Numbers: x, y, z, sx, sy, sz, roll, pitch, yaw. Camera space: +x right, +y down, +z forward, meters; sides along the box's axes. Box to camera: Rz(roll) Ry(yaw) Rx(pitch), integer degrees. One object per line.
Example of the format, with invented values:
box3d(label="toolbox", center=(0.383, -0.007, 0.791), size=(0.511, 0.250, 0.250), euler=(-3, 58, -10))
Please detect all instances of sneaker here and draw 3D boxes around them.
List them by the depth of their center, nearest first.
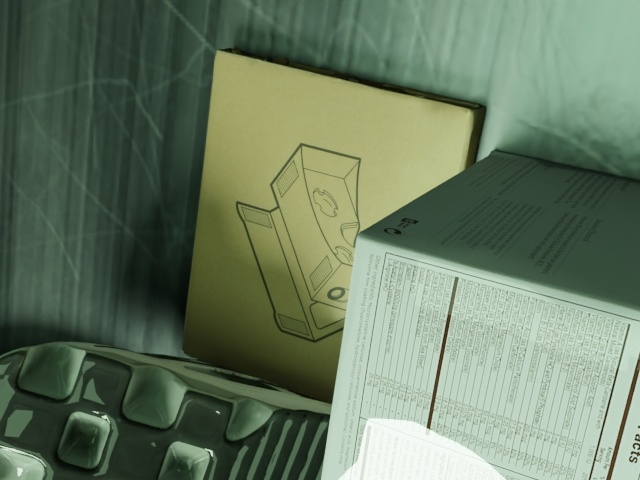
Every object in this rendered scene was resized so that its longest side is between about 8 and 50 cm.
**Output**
box3d(label="sneaker", center=(-0.040, 0.137, 0.567), size=(0.330, 0.146, 0.122), euler=(25, 89, -6))

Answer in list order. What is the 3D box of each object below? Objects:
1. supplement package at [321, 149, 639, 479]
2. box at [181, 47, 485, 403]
box3d(label="supplement package", center=(0.134, 0.065, 0.405), size=(0.203, 0.194, 0.149), euler=(15, 111, 22))
box3d(label="box", center=(0.000, 0.000, 0.550), size=(0.164, 0.021, 0.201), euler=(17, 110, 21))
